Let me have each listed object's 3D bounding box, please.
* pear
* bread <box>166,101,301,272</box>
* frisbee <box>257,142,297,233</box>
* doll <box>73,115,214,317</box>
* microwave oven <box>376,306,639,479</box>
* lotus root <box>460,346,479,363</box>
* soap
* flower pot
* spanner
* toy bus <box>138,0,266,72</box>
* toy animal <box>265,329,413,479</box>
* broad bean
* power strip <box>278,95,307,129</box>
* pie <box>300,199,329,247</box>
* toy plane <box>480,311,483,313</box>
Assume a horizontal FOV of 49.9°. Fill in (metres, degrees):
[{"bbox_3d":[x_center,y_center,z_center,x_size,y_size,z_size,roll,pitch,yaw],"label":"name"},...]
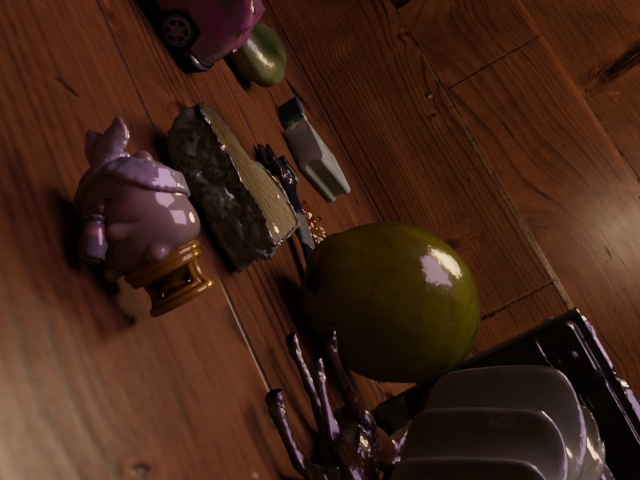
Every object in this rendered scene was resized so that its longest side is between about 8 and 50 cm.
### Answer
[{"bbox_3d":[0.095,0.079,0.886,0.269,0.212,0.212,20,33,-33],"label":"pear"},{"bbox_3d":[-0.082,-0.037,0.726,0.232,0.064,0.172,46,18,-53],"label":"bread"},{"bbox_3d":[-0.061,-0.065,1.090,0.187,0.012,0.211,59,9,-19],"label":"frisbee"},{"bbox_3d":[-0.122,-0.013,0.433,0.084,0.073,0.127,-34,98,-49],"label":"doll"},{"bbox_3d":[0.310,0.335,0.951,0.394,0.333,0.247,64,14,15],"label":"microwave oven"},{"bbox_3d":[0.302,0.316,1.501,0.274,0.152,0.160,-100,172,-57],"label":"lotus root"},{"bbox_3d":[-0.005,-0.180,1.588,0.119,0.067,0.198,67,11,25],"label":"soap"},{"bbox_3d":[0.176,0.309,0.583,0.254,0.165,0.367,-50,121,-54],"label":"flower pot"},{"bbox_3d":[-0.036,-0.034,1.046,0.087,0.024,0.315,51,16,-47],"label":"spanner"},{"bbox_3d":[-0.197,-0.384,0.921,0.302,0.147,0.127,57,16,-21],"label":"toy bus"},{"bbox_3d":[0.037,0.209,0.655,0.259,0.087,0.243,64,23,-11],"label":"toy animal"},{"bbox_3d":[-0.138,-0.385,1.416,0.169,0.100,0.228,55,20,12],"label":"broad bean"},{"bbox_3d":[-0.068,-0.304,1.650,0.032,0.056,0.123,54,11,-30],"label":"power strip"},{"bbox_3d":[-0.001,-0.002,1.178,0.088,0.033,0.191,39,24,-58],"label":"pie"},{"bbox_3d":[0.228,0.182,1.472,0.273,0.182,0.107,-8,112,-67],"label":"toy plane"}]
